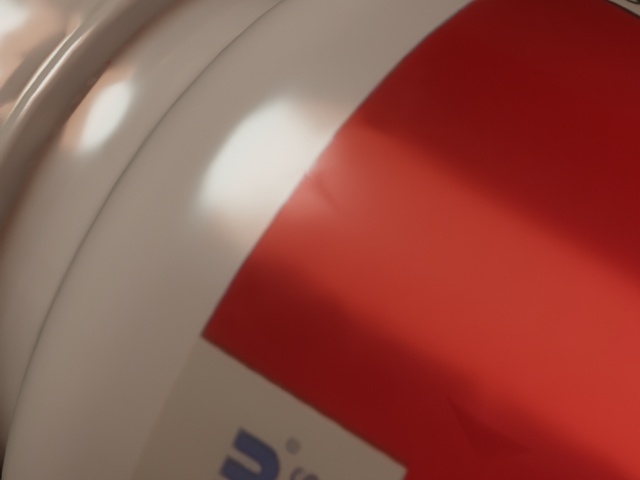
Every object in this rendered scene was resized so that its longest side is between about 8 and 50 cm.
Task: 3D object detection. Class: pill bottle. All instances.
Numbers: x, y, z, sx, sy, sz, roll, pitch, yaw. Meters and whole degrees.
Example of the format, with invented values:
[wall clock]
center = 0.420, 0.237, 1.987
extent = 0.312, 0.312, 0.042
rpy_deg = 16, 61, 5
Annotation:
[pill bottle]
center = 0.076, 0.069, 0.476
extent = 0.407, 0.229, 0.229
rpy_deg = 30, 59, 22
